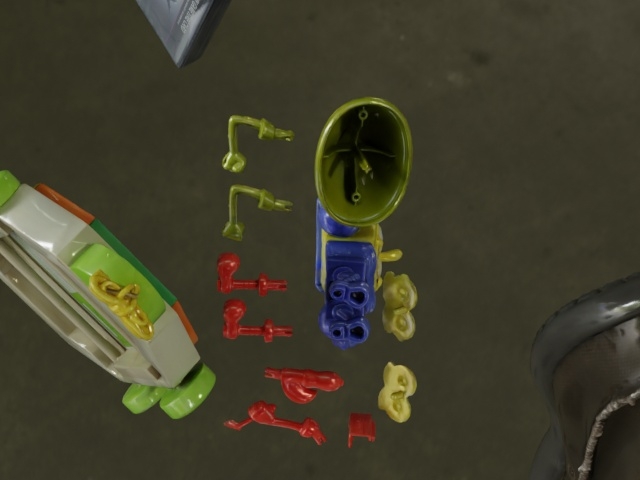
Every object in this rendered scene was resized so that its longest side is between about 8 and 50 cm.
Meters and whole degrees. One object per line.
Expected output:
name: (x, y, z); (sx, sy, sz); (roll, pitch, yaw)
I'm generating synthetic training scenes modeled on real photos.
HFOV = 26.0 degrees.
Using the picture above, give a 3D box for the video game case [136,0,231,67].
video game case: (-0.143, -0.262, 0.922); (0.026, 0.196, 0.274); (-31, 89, -17)

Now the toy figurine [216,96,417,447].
toy figurine: (0.000, 0.000, 1.406); (0.191, 0.363, 0.217); (0, 24, 2)

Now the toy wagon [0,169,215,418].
toy wagon: (-0.204, 0.047, 1.229); (0.267, 0.344, 0.068); (46, 69, -15)

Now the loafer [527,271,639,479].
loafer: (0.121, 0.071, 0.463); (0.080, 0.220, 0.078); (-23, 62, -5)
